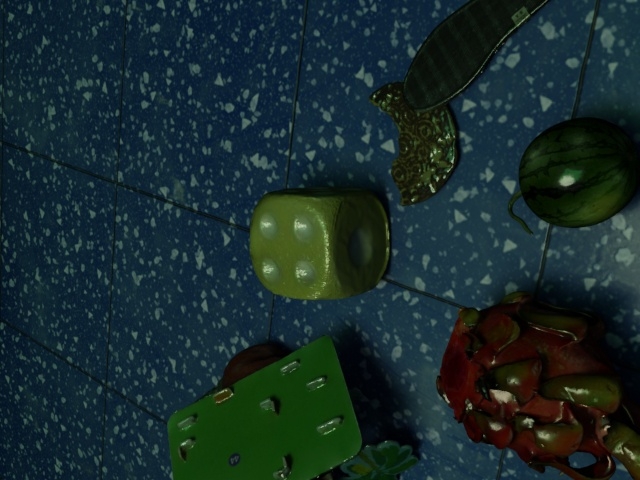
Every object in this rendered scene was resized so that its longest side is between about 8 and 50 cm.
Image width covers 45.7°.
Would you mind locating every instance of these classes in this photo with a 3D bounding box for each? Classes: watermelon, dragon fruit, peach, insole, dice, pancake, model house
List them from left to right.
[{"bbox_3d":[-0.114,0.266,1.390,0.152,0.152,0.152,8,102,39],"label":"peach"},{"bbox_3d":[-0.027,0.373,1.295,0.357,0.313,0.243,-31,46,10],"label":"model house"},{"bbox_3d":[0.000,0.000,1.232,0.169,0.169,0.166,5,100,39],"label":"dice"},{"bbox_3d":[0.137,-0.150,1.192,0.184,0.020,0.191,27,112,33],"label":"pancake"},{"bbox_3d":[0.229,-0.299,1.084,0.309,0.012,0.110,-38,68,35],"label":"insole"},{"bbox_3d":[0.294,0.204,0.996,0.227,0.243,0.307,78,168,-53],"label":"dragon fruit"},{"bbox_3d":[0.313,-0.080,0.979,0.187,0.140,0.141,-21,84,44],"label":"watermelon"}]

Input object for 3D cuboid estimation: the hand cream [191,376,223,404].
[{"bbox_3d":[-0.222,0.337,1.550,0.248,0.052,0.075,-45,68,35],"label":"hand cream"}]
